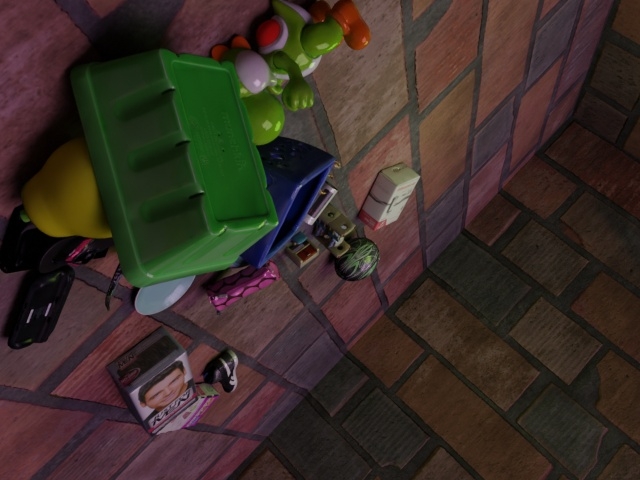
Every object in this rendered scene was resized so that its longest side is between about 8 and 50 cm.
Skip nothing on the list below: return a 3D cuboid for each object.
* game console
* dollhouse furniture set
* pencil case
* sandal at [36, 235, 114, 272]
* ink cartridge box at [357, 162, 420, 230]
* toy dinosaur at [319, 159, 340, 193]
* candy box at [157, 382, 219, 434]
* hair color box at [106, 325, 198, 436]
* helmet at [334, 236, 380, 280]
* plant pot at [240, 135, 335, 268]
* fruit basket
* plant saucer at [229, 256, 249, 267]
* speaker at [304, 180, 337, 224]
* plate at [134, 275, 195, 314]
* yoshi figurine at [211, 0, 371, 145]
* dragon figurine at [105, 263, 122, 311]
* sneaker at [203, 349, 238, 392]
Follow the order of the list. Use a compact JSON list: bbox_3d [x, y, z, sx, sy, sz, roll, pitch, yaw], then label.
[{"bbox_3d":[-0.535,0.075,1.201,0.213,0.044,0.361,-11,136,-57],"label":"game console"},{"bbox_3d":[0.000,0.000,1.975,0.184,0.129,0.129,-37,156,-27],"label":"dollhouse furniture set"},{"bbox_3d":[-0.218,0.121,1.732,0.209,0.095,0.098,-29,169,0],"label":"pencil case"},{"bbox_3d":[-0.445,0.017,1.161,0.179,0.040,0.067,-27,150,-43],"label":"sandal"},{"bbox_3d":[0.248,-0.159,2.232,0.158,0.092,0.218,-25,147,-45],"label":"ink cartridge box"},{"bbox_3d":[-0.015,-0.187,1.747,0.211,0.064,0.112,-31,136,-58],"label":"toy dinosaur"},{"bbox_3d":[-0.473,0.577,2.133,0.159,0.071,0.233,-50,159,6],"label":"candy box"},{"bbox_3d":[-0.479,0.422,1.802,0.185,0.113,0.374,-37,155,-26],"label":"hair color box"},{"bbox_3d":[0.137,0.070,2.314,0.169,0.169,0.161,-35,172,-30],"label":"helmet"},{"bbox_3d":[-0.134,-0.117,1.361,0.236,0.212,0.236,-61,172,30],"label":"plant pot"},{"bbox_3d":[-0.300,-0.104,1.031,0.283,0.392,0.392,-12,138,-56],"label":"fruit basket"},{"bbox_3d":[-0.167,-0.037,1.716,0.317,0.044,0.317,-41,158,-21],"label":"plant saucer"},{"bbox_3d":[-0.009,-0.114,1.868,0.136,0.055,0.055,-52,158,11],"label":"speaker"},{"bbox_3d":[-0.394,0.111,1.556,0.188,0.024,0.188,-41,158,-21],"label":"plate"},{"bbox_3d":[-0.071,-0.320,1.222,0.362,0.203,0.203,-38,163,-17],"label":"yoshi figurine"},{"bbox_3d":[-0.377,0.002,1.289,0.289,0.085,0.144,-49,162,-29],"label":"dragon figurine"},{"bbox_3d":[-0.365,0.488,2.197,0.121,0.079,0.217,-28,143,-35],"label":"sneaker"}]
